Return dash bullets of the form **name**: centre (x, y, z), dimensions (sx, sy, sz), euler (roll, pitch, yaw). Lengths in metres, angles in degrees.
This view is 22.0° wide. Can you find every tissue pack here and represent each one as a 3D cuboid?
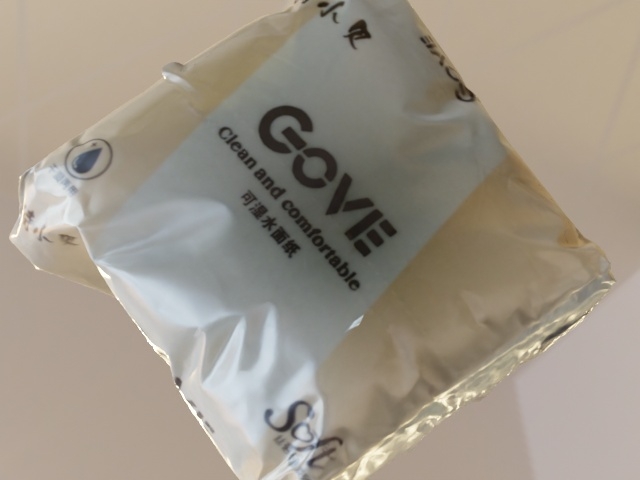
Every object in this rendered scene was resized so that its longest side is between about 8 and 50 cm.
- **tissue pack**: centre (0.000, 0.000, 1.348), dimensions (0.390, 0.195, 0.375), euler (-39, -98, -14)
